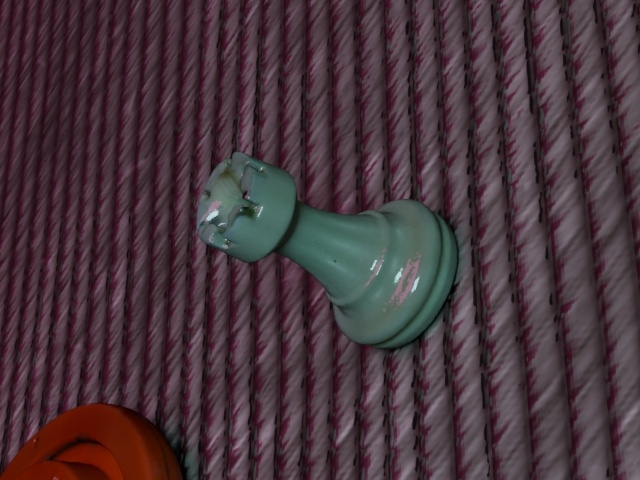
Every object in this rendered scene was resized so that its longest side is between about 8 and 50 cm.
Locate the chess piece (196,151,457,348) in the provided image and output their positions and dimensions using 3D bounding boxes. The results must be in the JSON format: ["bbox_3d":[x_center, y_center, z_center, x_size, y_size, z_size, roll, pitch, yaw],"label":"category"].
[{"bbox_3d":[0.000,0.000,0.839,0.067,0.103,0.067,-37,40,39],"label":"chess piece"}]

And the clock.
[{"bbox_3d":[-0.134,0.177,0.973,0.205,0.051,0.205,-35,43,40],"label":"clock"}]
